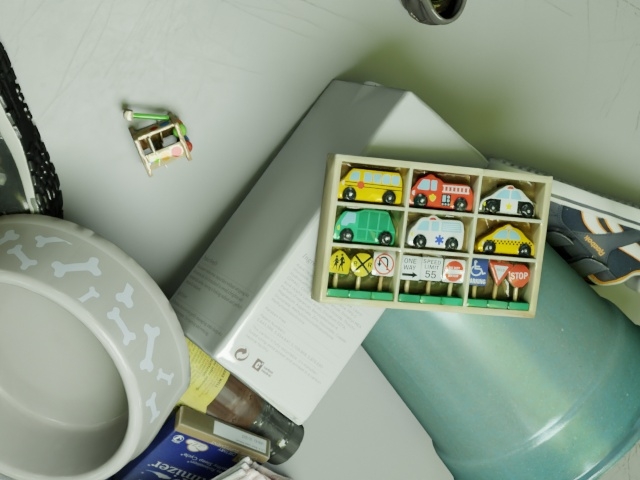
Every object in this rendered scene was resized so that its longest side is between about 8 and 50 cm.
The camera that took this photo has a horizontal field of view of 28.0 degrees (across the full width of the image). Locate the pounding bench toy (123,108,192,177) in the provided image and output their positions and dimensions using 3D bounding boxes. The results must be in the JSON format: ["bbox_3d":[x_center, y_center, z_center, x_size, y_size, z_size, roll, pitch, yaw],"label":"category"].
[{"bbox_3d":[-0.198,-0.133,1.570,0.065,0.052,0.083,-23,116,-6],"label":"pounding bench toy"}]

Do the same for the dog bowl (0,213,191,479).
[{"bbox_3d":[-0.332,0.145,1.519,0.348,0.102,0.349,9,121,16],"label":"dog bowl"}]

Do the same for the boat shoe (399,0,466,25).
[{"bbox_3d":[0.151,-0.422,1.531,0.112,0.095,0.335,-5,113,-14],"label":"boat shoe"}]

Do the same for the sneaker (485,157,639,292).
[{"bbox_3d":[0.349,-0.012,1.740,0.321,0.126,0.127,18,100,-24],"label":"sneaker"}]

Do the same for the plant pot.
[{"bbox_3d":[0.215,0.121,1.659,0.341,0.341,0.334,-41,109,2],"label":"plant pot"}]

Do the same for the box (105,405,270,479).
[{"bbox_3d":[-0.184,0.308,1.707,0.136,0.036,0.225,25,133,-24],"label":"box"}]

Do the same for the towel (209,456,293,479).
[{"bbox_3d":[-0.190,0.400,1.690,0.331,0.053,0.317,-31,161,-2],"label":"towel"}]

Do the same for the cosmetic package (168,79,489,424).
[{"bbox_3d":[0.000,0.000,1.552,0.156,0.217,0.385,41,84,-26],"label":"cosmetic package"}]

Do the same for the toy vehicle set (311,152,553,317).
[{"bbox_3d":[0.128,-0.004,1.452,0.266,0.035,0.166,4,94,-18],"label":"toy vehicle set"}]

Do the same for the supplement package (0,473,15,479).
[{"bbox_3d":[-0.456,0.355,1.640,0.262,0.145,0.204,30,100,-24],"label":"supplement package"}]

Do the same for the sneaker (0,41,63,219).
[{"bbox_3d":[-0.397,-0.098,1.515,0.124,0.107,0.283,-14,112,6],"label":"sneaker"}]

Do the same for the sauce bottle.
[{"bbox_3d":[-0.161,0.178,1.675,0.111,0.111,0.344,-46,114,5],"label":"sauce bottle"}]
